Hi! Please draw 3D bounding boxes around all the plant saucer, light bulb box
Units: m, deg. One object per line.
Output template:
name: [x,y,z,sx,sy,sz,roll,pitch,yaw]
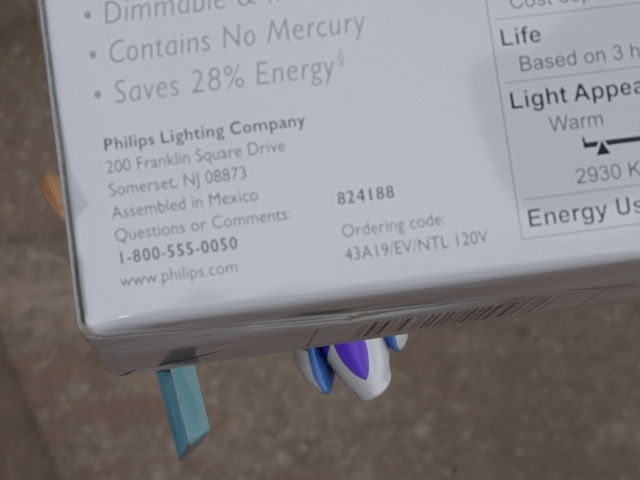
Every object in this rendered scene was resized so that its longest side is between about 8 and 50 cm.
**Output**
plant saucer: [-0.149,-0.015,1.254,0.083,0.013,0.083,46,7,-8]
plant saucer: [-0.087,0.101,1.212,0.018,0.192,0.067,-14,82,-7]
light bulb box: [0.050,-0.147,0.846,0.358,0.225,0.361,-7,82,-6]

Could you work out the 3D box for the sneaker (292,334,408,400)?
sneaker: [0.000,0.000,1.387,0.130,0.323,0.236,-27,83,2]
